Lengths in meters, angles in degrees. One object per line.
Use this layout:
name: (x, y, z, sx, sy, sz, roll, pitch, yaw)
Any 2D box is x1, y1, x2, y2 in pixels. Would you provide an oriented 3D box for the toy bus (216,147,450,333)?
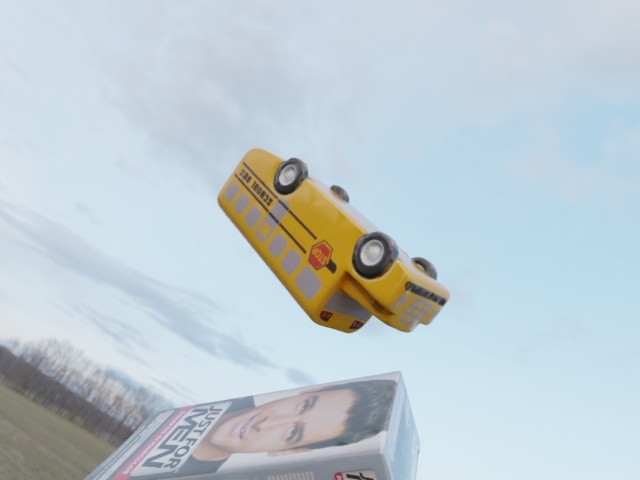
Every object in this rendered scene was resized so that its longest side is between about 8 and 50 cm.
toy bus: (0.000, 0.000, 0.657, 0.108, 0.130, 0.333, 27, 14, -48)

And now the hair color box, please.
hair color box: (-0.077, 0.276, 0.642, 0.374, 0.185, 0.114, -13, -82, 16)
